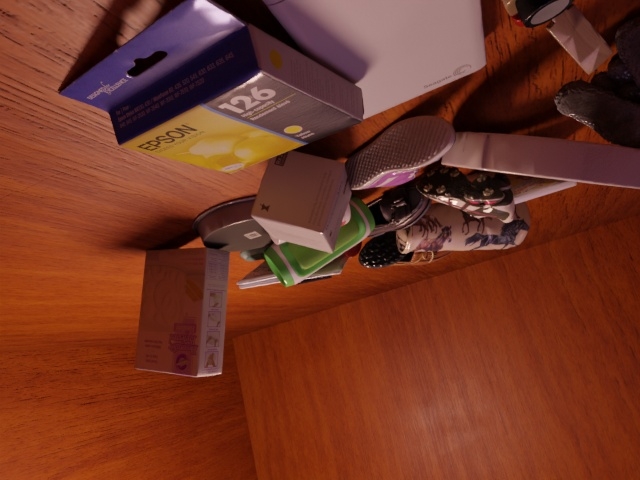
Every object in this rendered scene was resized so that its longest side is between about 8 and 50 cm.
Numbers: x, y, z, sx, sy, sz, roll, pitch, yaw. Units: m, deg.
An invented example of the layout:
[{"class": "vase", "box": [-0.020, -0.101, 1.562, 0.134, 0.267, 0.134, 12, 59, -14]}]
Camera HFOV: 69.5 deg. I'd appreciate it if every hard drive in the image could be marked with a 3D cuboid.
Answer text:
[{"class": "hard drive", "box": [0.092, -0.291, 0.618, 0.233, 0.047, 0.353, -19, 164, 19]}]

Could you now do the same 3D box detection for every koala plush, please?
[{"class": "koala plush", "box": [0.595, -0.281, 0.866, 0.221, 0.203, 0.196, -31, 164, -49]}]

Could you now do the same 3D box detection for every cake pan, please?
[{"class": "cake pan", "box": [-0.191, -0.037, 1.243, 0.293, 0.054, 0.293, -13, 164, -4]}]

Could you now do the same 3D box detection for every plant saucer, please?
[{"class": "plant saucer", "box": [-0.215, 0.047, 1.571, 0.119, 0.021, 0.119, -13, 164, -4]}]

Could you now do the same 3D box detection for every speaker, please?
[{"class": "speaker", "box": [0.000, 0.000, 1.248, 0.297, 0.131, 0.131, -33, 169, -14]}]

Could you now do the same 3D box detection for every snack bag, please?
[{"class": "snack bag", "box": [-0.068, 0.085, 1.536, 0.343, 0.037, 0.323, -9, -172, 13]}]

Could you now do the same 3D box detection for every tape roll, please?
[{"class": "tape roll", "box": [0.449, -0.166, 0.948, 0.392, 0.072, 0.392, 6, -168, -1]}]

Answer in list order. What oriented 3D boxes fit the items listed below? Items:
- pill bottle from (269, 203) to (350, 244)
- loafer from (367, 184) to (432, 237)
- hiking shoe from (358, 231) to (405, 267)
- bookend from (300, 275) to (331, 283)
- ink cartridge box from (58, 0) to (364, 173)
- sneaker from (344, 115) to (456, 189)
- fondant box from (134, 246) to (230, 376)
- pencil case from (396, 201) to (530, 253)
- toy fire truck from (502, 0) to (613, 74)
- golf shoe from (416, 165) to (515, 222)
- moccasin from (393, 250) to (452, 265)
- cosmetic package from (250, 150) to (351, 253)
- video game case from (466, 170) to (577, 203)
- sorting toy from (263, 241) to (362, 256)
[{"class": "pill bottle", "box": [-0.033, -0.060, 1.131, 0.194, 0.108, 0.108, -22, 168, -22]}, {"class": "loafer", "box": [0.188, -0.078, 1.343, 0.095, 0.109, 0.302, 3, 161, -35]}, {"class": "hiking shoe", "box": [0.255, 0.010, 1.572, 0.304, 0.113, 0.132, -29, 175, -15]}, {"class": "bookend", "box": [-0.020, 0.115, 1.882, 0.157, 0.072, 0.156, -10, 164, -16]}, {"class": "ink cartridge box", "box": [-0.144, -0.185, 0.657, 0.304, 0.072, 0.307, -11, 172, 36]}, {"class": "sneaker", "box": [0.192, -0.186, 0.997, 0.161, 0.102, 0.282, -4, 173, -41]}, {"class": "fondant box", "box": [-0.376, 0.189, 1.256, 0.238, 0.330, 0.096, -4, 170, 30]}, {"class": "pencil case", "box": [0.434, -0.051, 1.427, 0.411, 0.183, 0.159, -3, 121, -7]}, {"class": "toy fire truck", "box": [0.351, -0.327, 0.569, 0.217, 0.158, 0.246, -25, 173, 32]}, {"class": "golf shoe", "box": [0.352, -0.107, 1.147, 0.105, 0.273, 0.120, -46, 125, -12]}, {"class": "moccasin", "box": [0.360, 0.026, 1.816, 0.380, 0.139, 0.147, -2, 172, -7]}, {"class": "cosmetic package", "box": [-0.032, -0.078, 0.965, 0.152, 0.151, 0.183, 15, 170, 11]}, {"class": "video game case", "box": [0.525, -0.163, 1.234, 0.227, 0.026, 0.206, -18, -152, 14]}, {"class": "sorting toy", "box": [-0.029, 0.011, 1.442, 0.126, 0.127, 0.366, 3, -169, 45]}]
